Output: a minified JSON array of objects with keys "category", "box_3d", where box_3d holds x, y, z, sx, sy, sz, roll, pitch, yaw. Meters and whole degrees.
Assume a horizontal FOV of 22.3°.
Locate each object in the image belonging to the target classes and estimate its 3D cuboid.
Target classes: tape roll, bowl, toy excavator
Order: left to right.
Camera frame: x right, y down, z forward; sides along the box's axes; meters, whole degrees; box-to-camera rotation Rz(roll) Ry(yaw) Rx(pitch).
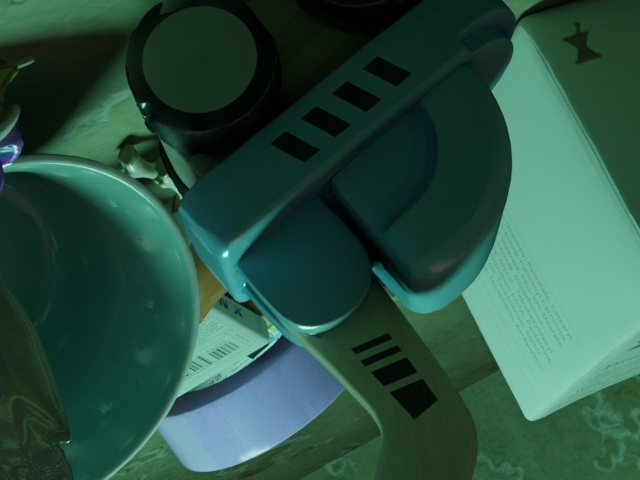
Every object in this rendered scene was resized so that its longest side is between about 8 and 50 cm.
[{"category":"bowl","box_3d":[-0.271,0.054,1.300,0.312,0.163,0.311,-16,120,-30]},{"category":"tape roll","box_3d":[-0.081,0.159,1.983,0.275,0.090,0.275,-29,-162,11]},{"category":"toy excavator","box_3d":[0.031,0.031,1.162,0.433,0.445,0.222,-40,166,-9]}]

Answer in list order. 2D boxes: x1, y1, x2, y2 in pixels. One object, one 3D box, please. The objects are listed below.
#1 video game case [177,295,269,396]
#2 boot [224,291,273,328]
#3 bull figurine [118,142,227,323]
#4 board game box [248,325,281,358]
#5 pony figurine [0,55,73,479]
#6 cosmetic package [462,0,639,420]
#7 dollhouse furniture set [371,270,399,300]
[{"category":"video game case","box_3d":[-0.269,0.115,1.678,0.329,0.036,0.300,-31,140,23]},{"category":"boot","box_3d":[-0.155,0.071,1.763,0.152,0.073,0.197,35,124,-28]},{"category":"bull figurine","box_3d":[-0.119,-0.012,1.491,0.188,0.101,0.310,20,114,-41]},{"category":"board game box","box_3d":[-0.114,0.071,1.830,0.154,0.026,0.103,28,140,-18]},{"category":"pony figurine","box_3d":[-0.315,0.037,1.003,0.363,0.351,0.303,-11,176,-34]},{"category":"cosmetic package","box_3d":[0.349,-0.053,1.758,0.329,0.327,0.393,-19,163,-22]},{"category":"dollhouse furniture set","box_3d":[0.000,0.000,1.843,0.184,0.129,0.129,1,174,22]}]
